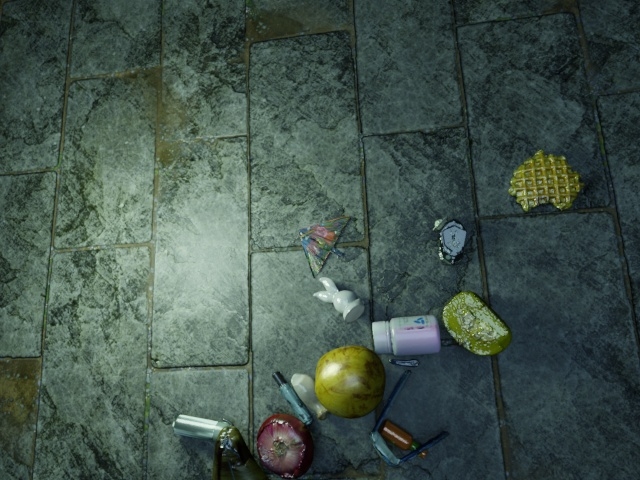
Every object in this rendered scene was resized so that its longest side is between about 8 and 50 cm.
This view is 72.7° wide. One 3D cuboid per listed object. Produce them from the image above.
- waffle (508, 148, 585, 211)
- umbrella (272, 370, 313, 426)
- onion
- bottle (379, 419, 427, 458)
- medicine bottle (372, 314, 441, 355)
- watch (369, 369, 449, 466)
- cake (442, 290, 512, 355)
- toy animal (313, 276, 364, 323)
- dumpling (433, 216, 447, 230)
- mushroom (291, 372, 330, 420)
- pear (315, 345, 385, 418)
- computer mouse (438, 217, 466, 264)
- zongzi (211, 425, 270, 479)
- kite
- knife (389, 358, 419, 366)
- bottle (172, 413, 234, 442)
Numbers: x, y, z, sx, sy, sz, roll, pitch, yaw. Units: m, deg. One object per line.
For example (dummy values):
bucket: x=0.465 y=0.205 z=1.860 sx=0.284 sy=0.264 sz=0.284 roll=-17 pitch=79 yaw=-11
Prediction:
waffle: x=0.931 y=-0.232 z=1.793 sx=0.290 sy=0.051 sz=0.291 roll=-3 pitch=76 yaw=10
umbrella: x=-0.118 y=0.646 z=1.777 sx=0.052 sy=0.053 sz=0.250 roll=-39 pitch=76 yaw=1
onion: x=-0.132 y=0.799 z=1.696 sx=0.247 sy=0.161 sz=0.248 roll=-6 pitch=70 yaw=16
bottle: x=0.321 y=0.771 z=1.674 sx=0.187 sy=0.069 sz=0.069 roll=28 pitch=84 yaw=15
medicine bottle: x=0.336 y=0.376 z=1.712 sx=0.254 sy=0.152 sz=0.152 roll=-5 pitch=78 yaw=9
watch: x=0.300 y=0.677 z=1.646 sx=0.274 sy=0.068 sz=0.276 roll=-27 pitch=66 yaw=-13
cake: x=0.598 y=0.328 z=1.679 sx=0.179 sy=0.156 sz=0.260 roll=-45 pitch=70 yaw=14
toy animal: x=0.086 y=0.243 z=1.822 sx=0.220 sy=0.130 sz=0.104 roll=40 pitch=122 yaw=39
dumpling: x=0.504 y=-0.071 z=1.823 sx=0.077 sy=0.059 sz=0.043 roll=-20 pitch=67 yaw=6
mushroom: x=-0.036 y=0.622 z=1.748 sx=0.088 sy=0.097 sz=0.212 roll=-36 pitch=75 yaw=-11
pear: x=0.110 y=0.535 z=1.654 sx=0.280 sy=0.281 sz=0.281 roll=-2 pitch=78 yaw=9
computer mouse: x=0.544 y=0.004 z=1.800 sx=0.105 sy=0.062 sz=0.193 roll=3 pitch=91 yaw=7
zongzi: x=-0.270 y=0.887 z=1.698 sx=0.299 sy=0.138 sz=0.286 roll=8 pitch=99 yaw=2
kite: x=0.000 y=0.000 z=1.915 sx=0.233 sy=0.016 sz=0.321 roll=29 pitch=83 yaw=15
knife: x=0.337 y=0.492 z=1.755 sx=0.121 sy=0.018 sz=0.031 roll=3 pitch=86 yaw=10
bottle: x=-0.481 y=0.773 z=1.799 sx=0.253 sy=0.079 sz=0.096 roll=6 pitch=67 yaw=12
